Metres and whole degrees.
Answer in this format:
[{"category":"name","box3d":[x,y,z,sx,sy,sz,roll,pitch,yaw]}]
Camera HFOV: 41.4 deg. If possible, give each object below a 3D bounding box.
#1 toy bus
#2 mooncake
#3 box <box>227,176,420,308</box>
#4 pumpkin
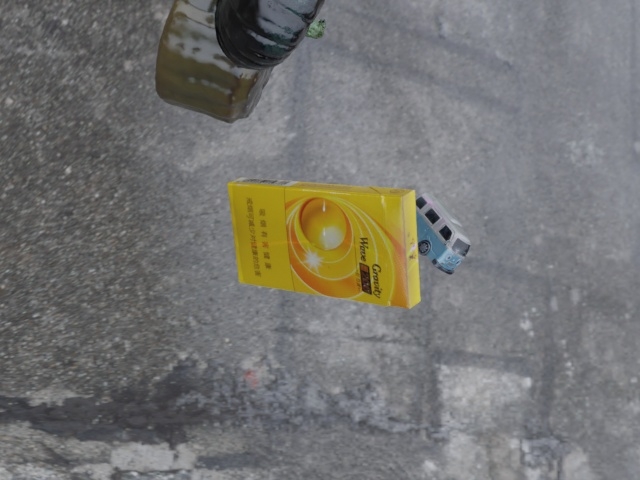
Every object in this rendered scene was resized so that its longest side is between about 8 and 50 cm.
[{"category":"toy bus","box3d":[0.179,-0.014,1.312,0.060,0.075,0.123,26,24,-49]},{"category":"mooncake","box3d":[-0.143,-0.338,1.380,0.161,0.290,0.290,22,66,-1]},{"category":"box","box3d":[0.000,0.000,1.115,0.043,0.269,0.152,-31,121,-51]},{"category":"pumpkin","box3d":[-0.068,-0.326,1.155,0.150,0.194,0.194,26,62,6]}]
